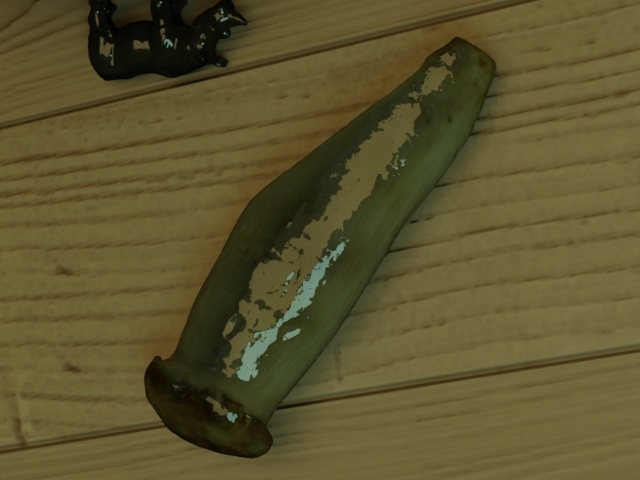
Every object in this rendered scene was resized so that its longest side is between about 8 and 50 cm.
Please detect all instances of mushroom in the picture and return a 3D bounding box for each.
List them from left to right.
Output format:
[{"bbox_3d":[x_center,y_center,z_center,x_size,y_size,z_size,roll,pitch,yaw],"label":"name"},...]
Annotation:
[{"bbox_3d":[-0.003,-0.002,1.183,0.107,0.087,0.333,33,92,20],"label":"mushroom"}]

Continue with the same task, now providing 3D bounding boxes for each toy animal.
[{"bbox_3d":[-0.113,-0.152,1.275,0.136,0.047,0.065,-3,86,22],"label":"toy animal"}]
